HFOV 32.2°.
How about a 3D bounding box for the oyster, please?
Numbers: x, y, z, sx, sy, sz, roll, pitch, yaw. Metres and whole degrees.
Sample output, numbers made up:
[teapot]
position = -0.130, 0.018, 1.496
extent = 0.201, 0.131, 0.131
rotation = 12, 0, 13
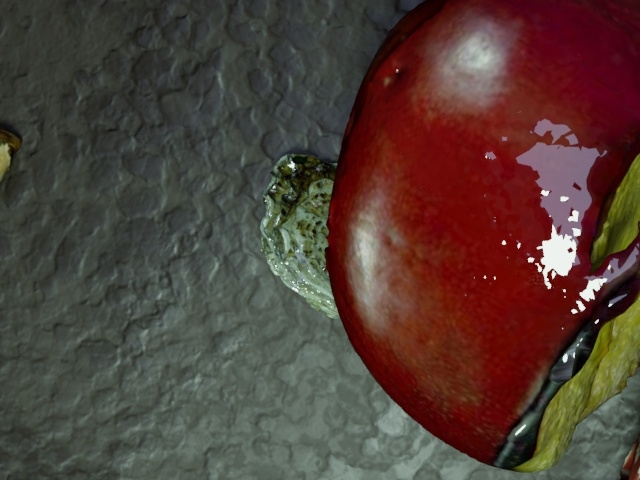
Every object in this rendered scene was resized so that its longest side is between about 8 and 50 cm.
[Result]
[oyster]
position = 0.000, 0.000, 1.104
extent = 0.125, 0.064, 0.177
rotation = 0, 78, -8

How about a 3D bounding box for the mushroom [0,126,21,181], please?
[mushroom]
position = -0.469, -0.019, 1.075
extent = 0.301, 0.208, 0.233
rotation = -12, 71, 11

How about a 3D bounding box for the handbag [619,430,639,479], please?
[handbag]
position = 0.371, 0.160, 0.958
extent = 0.171, 0.298, 0.151
rotation = 17, 46, 14

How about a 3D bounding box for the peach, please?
[peach]
position = 0.184, -0.008, 0.951
extent = 0.353, 0.339, 0.417
rotation = -10, 89, 38
